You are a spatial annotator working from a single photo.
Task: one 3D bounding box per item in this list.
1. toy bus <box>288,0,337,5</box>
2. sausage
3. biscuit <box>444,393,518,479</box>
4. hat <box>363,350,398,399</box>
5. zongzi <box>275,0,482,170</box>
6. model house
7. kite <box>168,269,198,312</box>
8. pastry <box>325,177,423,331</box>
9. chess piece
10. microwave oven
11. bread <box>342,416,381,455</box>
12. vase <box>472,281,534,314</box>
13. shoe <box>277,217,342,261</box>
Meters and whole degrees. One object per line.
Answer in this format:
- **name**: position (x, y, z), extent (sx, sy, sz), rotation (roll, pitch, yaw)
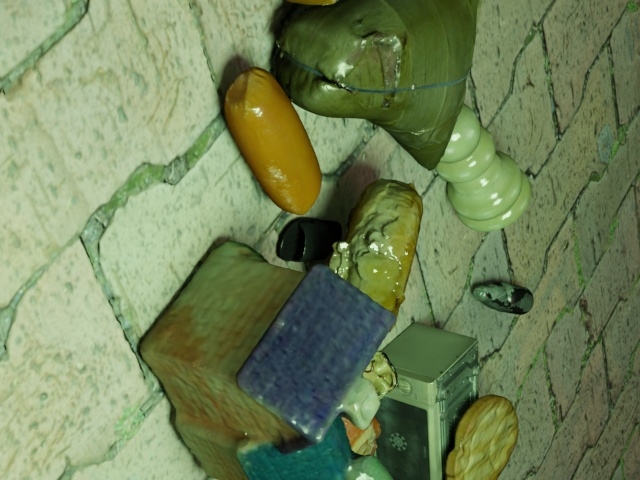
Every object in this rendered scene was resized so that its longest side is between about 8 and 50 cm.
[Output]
- **toy bus**: position (-0.018, -0.401, 1.510), extent (0.114, 0.098, 0.201), rotation (-52, 139, -31)
- **sausage**: position (-0.061, -0.128, 1.549), extent (0.098, 0.098, 0.238), rotation (-58, 145, -27)
- **biscuit**: position (0.281, 0.360, 2.033), extent (0.260, 0.041, 0.202), rotation (-7, 104, -57)
- **hat**: position (0.078, 0.217, 1.908), extent (0.076, 0.059, 0.077), rotation (-37, 113, -20)
- **zongzi**: position (0.082, -0.198, 1.694), extent (0.356, 0.174, 0.392), rotation (-34, 141, -38)
- **model house**: position (-0.025, 0.192, 1.510), extent (0.245, 0.280, 0.312), rotation (-53, 137, -32)
- **kite**: position (-0.120, 0.181, 1.633), extent (0.204, 0.022, 0.360), rotation (-53, 140, -31)
- **pastry**: position (0.076, 0.026, 1.730), extent (0.235, 0.121, 0.257), rotation (-70, 172, -60)
- **chess piece**: position (0.245, -0.139, 1.988), extent (0.251, 0.144, 0.144), rotation (47, 62, -45)
- **microwave oven**: position (0.188, 0.291, 2.031), extent (0.194, 0.145, 0.240), rotation (-32, 126, -44)
- **bread**: position (-0.009, 0.336, 1.757), extent (0.244, 0.123, 0.190), rotation (-55, 157, -22)
- **vase**: position (0.352, 0.110, 2.292), extent (0.211, 0.060, 0.059), rotation (11, 91, -58)
- **shoe**: position (0.000, 0.000, 1.725), extent (0.159, 0.053, 0.062), rotation (-9, 112, -58)
